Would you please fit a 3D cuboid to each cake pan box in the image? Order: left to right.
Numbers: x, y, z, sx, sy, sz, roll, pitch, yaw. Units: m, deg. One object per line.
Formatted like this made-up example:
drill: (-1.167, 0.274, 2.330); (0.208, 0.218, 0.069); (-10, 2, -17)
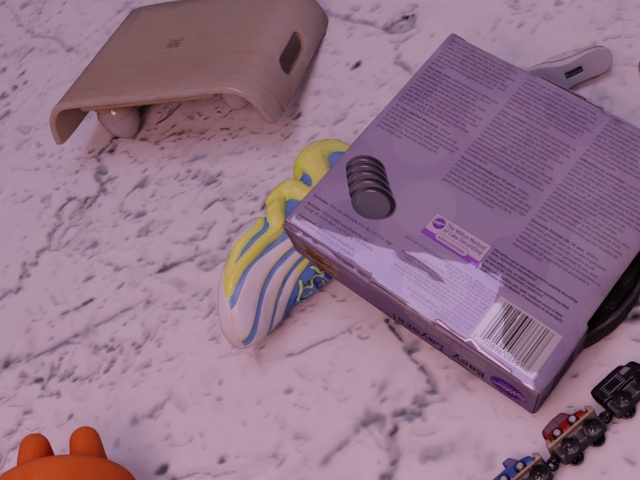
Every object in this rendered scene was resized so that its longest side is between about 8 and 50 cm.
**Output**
cake pan box: (0.146, -0.025, 0.733); (0.267, 0.070, 0.246); (32, 74, 23)

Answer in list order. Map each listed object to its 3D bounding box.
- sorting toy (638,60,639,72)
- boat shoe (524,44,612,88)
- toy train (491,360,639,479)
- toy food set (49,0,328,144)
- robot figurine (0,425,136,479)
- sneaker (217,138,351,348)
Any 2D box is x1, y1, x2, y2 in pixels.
sorting toy: (0.365, -0.182, 0.723); (0.038, 0.193, 0.208); (-1, 39, -27)
boat shoe: (0.238, -0.169, 0.868); (0.100, 0.035, 0.035); (-23, 21, 14)
toy train: (0.186, 0.146, 0.652); (0.158, 0.027, 0.036); (-40, 45, -7)
toy food set: (-0.159, -0.203, 1.063); (0.306, 0.092, 0.220); (-1, 44, 24)
robot figurine: (-0.206, 0.261, 0.692); (0.128, 0.158, 0.219); (-44, 42, 30)
sneaker: (0.000, 0.000, 0.813); (0.126, 0.091, 0.240); (9, 59, 30)
